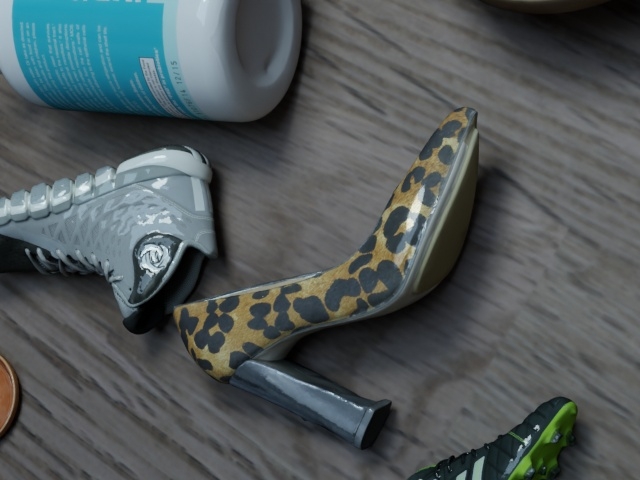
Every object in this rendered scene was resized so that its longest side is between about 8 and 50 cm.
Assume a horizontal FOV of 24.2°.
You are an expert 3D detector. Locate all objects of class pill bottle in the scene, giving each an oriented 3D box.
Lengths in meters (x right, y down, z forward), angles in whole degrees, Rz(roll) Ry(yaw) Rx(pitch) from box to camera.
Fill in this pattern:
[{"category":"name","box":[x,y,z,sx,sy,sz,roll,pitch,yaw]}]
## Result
[{"category":"pill bottle","box":[-0.158,-0.172,1.182,0.264,0.146,0.146,6,80,26]}]

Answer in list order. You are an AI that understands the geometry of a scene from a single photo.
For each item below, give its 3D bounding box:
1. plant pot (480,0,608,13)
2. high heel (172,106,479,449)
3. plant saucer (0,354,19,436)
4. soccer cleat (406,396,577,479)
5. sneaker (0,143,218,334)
[{"category":"plant pot","box":[0.180,-0.264,1.065,0.237,0.110,0.237,-6,76,24]},{"category":"high heel","box":[0.000,0.000,1.090,0.186,0.093,0.261,25,98,22]},{"category":"plant saucer","box":[-0.285,0.132,1.241,0.083,0.013,0.083,-6,75,24]},{"category":"soccer cleat","box":[0.104,0.168,1.022,0.072,0.060,0.179,44,100,29]},{"category":"sneaker","box":[-0.183,0.019,1.183,0.228,0.086,0.132,-20,72,19]}]
